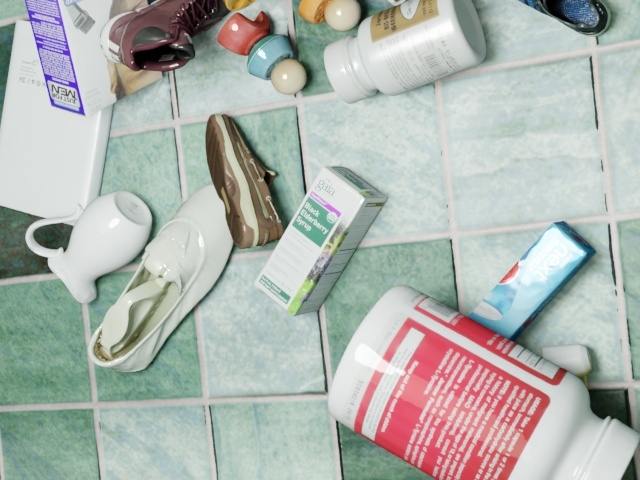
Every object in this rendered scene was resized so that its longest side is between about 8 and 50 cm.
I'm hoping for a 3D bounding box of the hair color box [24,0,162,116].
[{"bbox_3d":[-0.390,-0.402,1.876,0.110,0.185,0.339,21,132,34],"label":"hair color box"}]

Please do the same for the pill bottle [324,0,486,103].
[{"bbox_3d":[0.128,-0.298,1.734,0.229,0.131,0.131,-18,84,26],"label":"pill bottle"}]

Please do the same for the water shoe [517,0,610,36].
[{"bbox_3d":[0.337,-0.372,1.654,0.203,0.080,0.073,33,106,21],"label":"water shoe"}]

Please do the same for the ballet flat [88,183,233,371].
[{"bbox_3d":[-0.281,0.078,1.959,0.139,0.139,0.400,41,109,19],"label":"ballet flat"}]

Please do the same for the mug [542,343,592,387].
[{"bbox_3d":[0.375,0.187,1.684,0.064,0.078,0.062,-15,53,18],"label":"mug"}]

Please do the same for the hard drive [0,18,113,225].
[{"bbox_3d":[-0.498,-0.220,2.100,0.233,0.047,0.353,14,98,25],"label":"hard drive"}]

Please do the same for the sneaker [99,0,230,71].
[{"bbox_3d":[-0.212,-0.352,1.840,0.281,0.106,0.162,-35,41,-11],"label":"sneaker"}]

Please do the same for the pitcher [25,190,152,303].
[{"bbox_3d":[-0.417,-0.009,2.012,0.177,0.125,0.207,39,118,-15],"label":"pitcher"}]

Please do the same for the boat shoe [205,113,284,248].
[{"bbox_3d":[-0.126,-0.102,1.905,0.095,0.095,0.257,125,133,-57],"label":"boat shoe"}]

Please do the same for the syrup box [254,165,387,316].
[{"bbox_3d":[0.000,0.000,1.834,0.093,0.096,0.237,38,109,20],"label":"syrup box"}]

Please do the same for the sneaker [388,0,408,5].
[{"bbox_3d":[0.153,-0.450,1.754,0.170,0.068,0.071,-46,56,15],"label":"sneaker"}]

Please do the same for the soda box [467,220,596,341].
[{"bbox_3d":[0.316,0.070,1.694,0.071,0.067,0.210,46,110,17],"label":"soda box"}]

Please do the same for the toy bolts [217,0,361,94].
[{"bbox_3d":[-0.062,-0.343,1.800,0.158,0.218,0.228,47,128,14],"label":"toy bolts"}]

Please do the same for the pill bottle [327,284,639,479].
[{"bbox_3d":[0.234,0.251,1.605,0.407,0.229,0.229,29,105,16],"label":"pill bottle"}]
